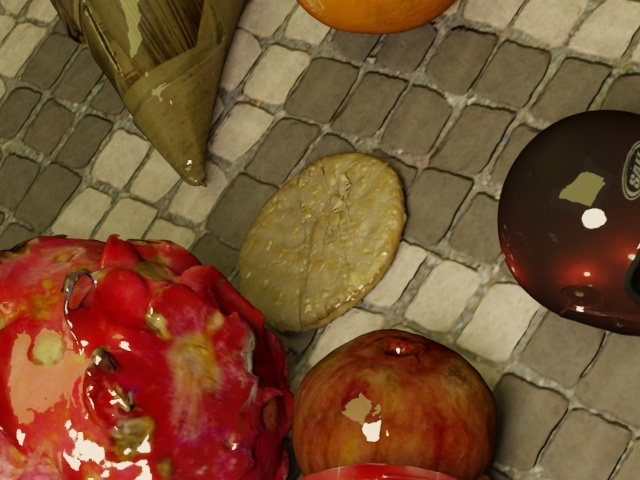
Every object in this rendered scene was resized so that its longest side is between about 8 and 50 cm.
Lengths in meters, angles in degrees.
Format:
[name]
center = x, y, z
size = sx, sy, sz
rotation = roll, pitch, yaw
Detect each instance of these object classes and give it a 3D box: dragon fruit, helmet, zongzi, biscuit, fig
[dragon fruit]
center = -0.166, 0.170, 1.829
size = 0.249, 0.371, 0.386
rotation = -15, 61, 42
[helmet]
center = 0.259, -0.021, 1.763
size = 0.216, 0.193, 0.189
rotation = 119, 170, -66
[zongzi]
center = -0.073, -0.353, 2.328
size = 0.500, 0.218, 0.467
rotation = -36, 68, -2
[biscuit]
center = -0.001, -0.001, 2.067
size = 0.220, 0.033, 0.220
rotation = -22, 50, 28
[fig]
center = 0.067, 0.185, 1.778
size = 0.205, 0.205, 0.205
rotation = -22, 49, 27

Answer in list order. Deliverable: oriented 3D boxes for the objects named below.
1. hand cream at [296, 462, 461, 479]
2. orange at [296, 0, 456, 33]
[hand cream]
center = 0.052, 0.308, 1.658
size = 0.230, 0.230, 0.149
rotation = -19, 47, 29
[orange]
center = 0.065, -0.355, 2.119
size = 0.261, 0.261, 0.261
rotation = -22, 49, 27
